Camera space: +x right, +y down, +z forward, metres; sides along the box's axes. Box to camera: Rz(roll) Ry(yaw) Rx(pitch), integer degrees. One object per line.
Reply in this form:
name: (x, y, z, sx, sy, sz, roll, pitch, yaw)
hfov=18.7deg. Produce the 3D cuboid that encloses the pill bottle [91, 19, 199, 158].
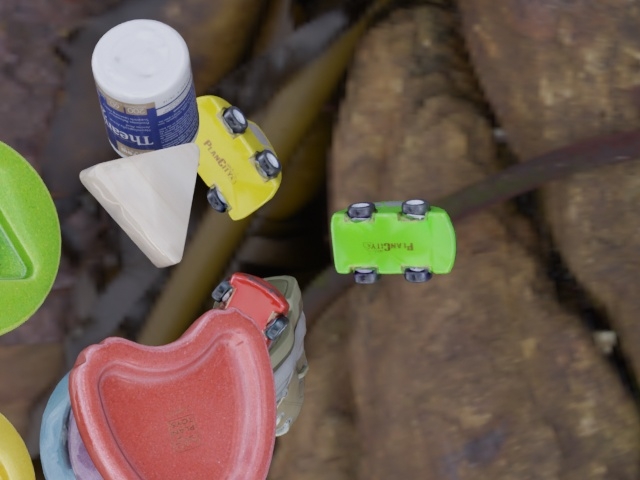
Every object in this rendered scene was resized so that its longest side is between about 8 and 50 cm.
pill bottle: (-0.119, -0.094, 1.353, 0.067, 0.120, 0.067, -1, 60, 2)

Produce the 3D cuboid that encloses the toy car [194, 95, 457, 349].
toy car: (0.000, 0.000, 1.502, 0.225, 0.053, 0.239, 0, 105, 18)

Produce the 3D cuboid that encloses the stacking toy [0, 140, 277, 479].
stacking toy: (-0.194, 0.077, 1.260, 0.130, 0.309, 0.279, -17, 79, 51)

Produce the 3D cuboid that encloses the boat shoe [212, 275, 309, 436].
boat shoe: (-0.060, 0.124, 1.692, 0.113, 0.302, 0.103, -10, 105, 15)
